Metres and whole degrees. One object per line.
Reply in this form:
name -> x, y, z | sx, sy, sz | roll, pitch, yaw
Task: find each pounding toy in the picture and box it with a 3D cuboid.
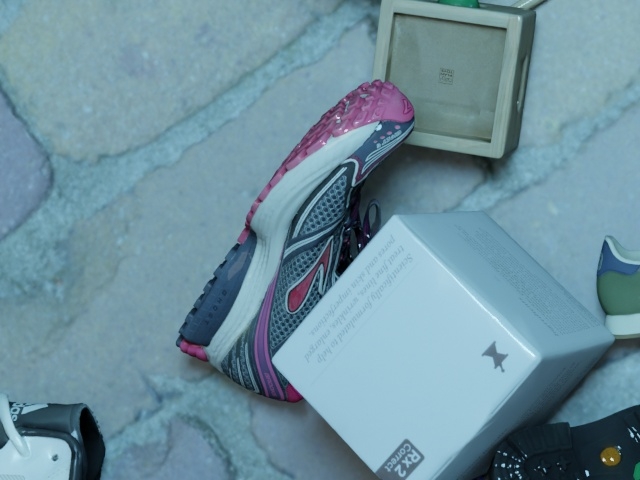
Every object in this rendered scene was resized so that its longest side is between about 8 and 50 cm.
pounding toy -> 0.117, -0.145, 1.412 | 0.130, 0.100, 0.141 | 10, 103, 14

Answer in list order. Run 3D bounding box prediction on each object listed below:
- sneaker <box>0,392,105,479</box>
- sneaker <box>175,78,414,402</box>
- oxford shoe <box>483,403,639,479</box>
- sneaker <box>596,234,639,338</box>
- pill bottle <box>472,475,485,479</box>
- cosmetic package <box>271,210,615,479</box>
sneaker -> -0.329, 0.139, 1.495 | 0.257, 0.169, 0.447 | -27, 91, 3
sneaker -> 0.000, 0.000, 1.395 | 0.112, 0.121, 0.299 | 33, 128, 3
oxford shoe -> 0.229, 0.177, 1.373 | 0.227, 0.096, 0.083 | -1, 62, -11
sneaker -> 0.301, 0.018, 1.370 | 0.192, 0.064, 0.086 | -11, 92, 16
pill bottle -> 0.131, 0.229, 1.409 | 0.120, 0.067, 0.067 | 38, 98, 11
cosmetic package -> 0.094, 0.081, 1.342 | 0.151, 0.183, 0.151 | 45, 109, 18
